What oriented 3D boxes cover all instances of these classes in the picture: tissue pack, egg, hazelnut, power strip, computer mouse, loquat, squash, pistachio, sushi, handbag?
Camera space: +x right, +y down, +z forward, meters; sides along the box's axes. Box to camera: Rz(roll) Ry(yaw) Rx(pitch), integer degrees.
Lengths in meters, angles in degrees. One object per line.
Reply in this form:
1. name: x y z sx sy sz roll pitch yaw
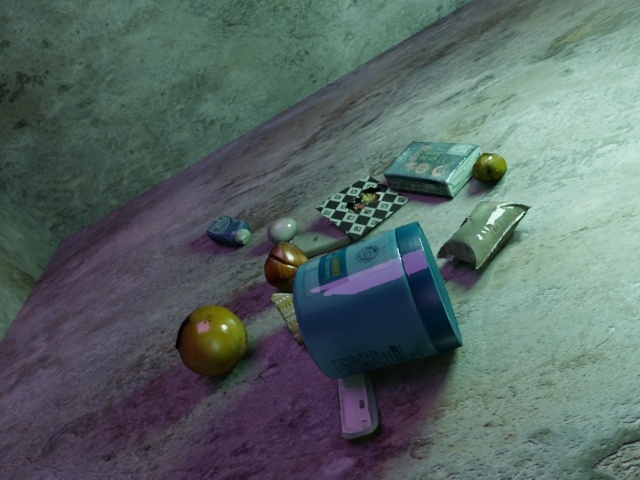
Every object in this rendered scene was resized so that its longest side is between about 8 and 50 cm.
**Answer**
1. tissue pack: 0.426 -0.283 1.692 0.228 0.103 0.316 -46 36 -20
2. egg: -0.161 -0.040 1.874 0.135 0.103 0.103 -31 33 2
3. hazelnut: -0.119 0.094 1.618 0.182 0.182 0.182 -22 35 17
4. power strip: 0.000 0.000 1.739 0.271 0.046 0.117 -19 39 19
5. computer mouse: 0.090 0.417 1.127 0.102 0.044 0.199 -20 29 8
6. loquat: -0.356 0.329 1.456 0.235 0.235 0.235 -22 35 17
7. squash: 0.014 0.189 1.414 0.289 0.111 0.203 -35 73 5
8. pistachio: 0.583 -0.250 1.521 0.110 0.100 0.189 14 13 14
9. sushi: 0.162 -0.124 1.733 0.290 0.050 0.264 -33 47 -21
10. handbag: 0.476 -0.025 1.315 0.270 0.117 0.183 -46 27 -16

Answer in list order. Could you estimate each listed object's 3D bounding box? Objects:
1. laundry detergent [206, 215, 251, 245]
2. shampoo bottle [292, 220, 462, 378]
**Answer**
1. laundry detergent: -0.423 -0.038 2.113 0.290 0.094 0.143 17 51 46
2. shampoo bottle: 0.146 0.161 1.148 0.343 0.331 0.331 -21 35 16
